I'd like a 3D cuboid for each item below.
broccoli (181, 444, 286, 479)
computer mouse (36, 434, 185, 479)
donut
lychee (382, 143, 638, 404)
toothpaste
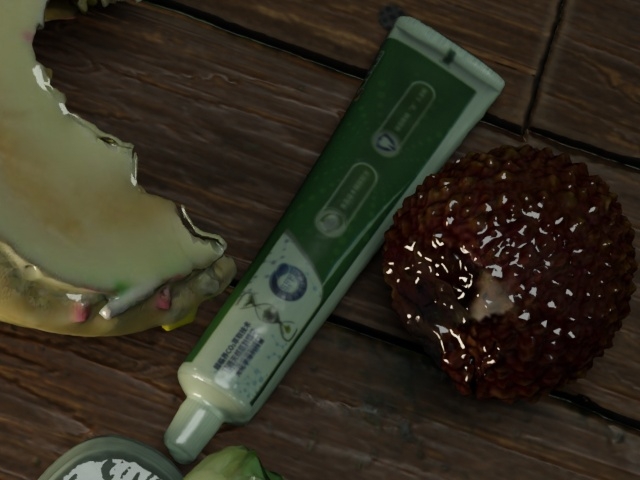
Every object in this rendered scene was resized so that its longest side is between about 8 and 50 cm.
[{"bbox_3d":[-0.006,0.259,1.245,0.270,0.270,0.270,-35,106,-16],"label":"broccoli"},{"bbox_3d":[-0.170,0.235,1.319,0.128,0.079,0.231,38,65,0],"label":"computer mouse"},{"bbox_3d":[-0.214,-0.108,1.355,0.307,0.150,0.371,4,72,-36],"label":"donut"},{"bbox_3d":[0.139,0.017,1.390,0.188,0.188,0.188,2,73,-8],"label":"lychee"},{"bbox_3d":[0.000,0.000,1.433,0.099,0.061,0.392,34,68,3],"label":"toothpaste"}]
